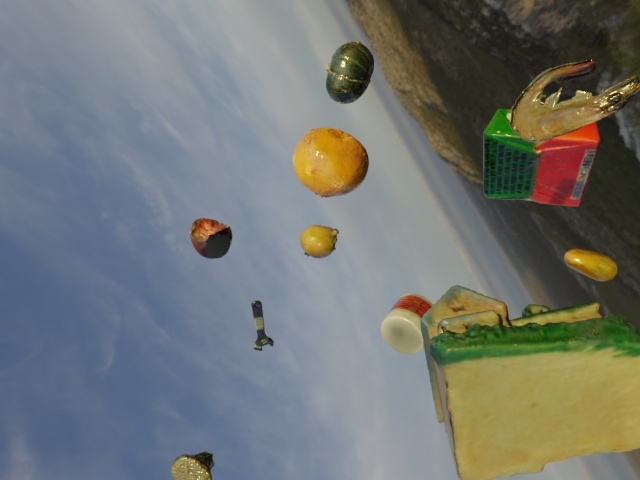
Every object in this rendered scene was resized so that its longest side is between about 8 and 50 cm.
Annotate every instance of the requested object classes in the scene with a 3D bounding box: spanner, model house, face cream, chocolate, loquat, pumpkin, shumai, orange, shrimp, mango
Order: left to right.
[{"bbox_3d":[-0.349,0.639,1.287,0.123,0.099,0.087,29,-166,7],"label":"shumai"},{"bbox_3d":[-0.341,-0.016,1.412,0.124,0.127,0.133,22,-156,-35],"label":"chocolate"},{"bbox_3d":[-0.242,0.352,1.861,0.024,0.087,0.316,-103,10,-49],"label":"spanner"},{"bbox_3d":[0.000,0.000,2.019,0.172,0.204,0.150,28,-132,-47],"label":"loquat"},{"bbox_3d":[0.029,-0.224,1.311,0.219,0.193,0.219,34,-164,-11],"label":"orange"},{"bbox_3d":[0.090,-0.529,1.438,0.146,0.190,0.190,38,-162,-3],"label":"pumpkin"},{"bbox_3d":[0.389,0.359,1.977,0.201,0.201,0.187,58,-136,-9],"label":"face cream"},{"bbox_3d":[0.421,0.249,0.969,0.343,0.381,0.335,-75,-27,-69],"label":"model house"},{"bbox_3d":[0.758,-0.290,1.597,0.162,0.341,0.360,-68,-27,-24],"label":"chocolate"},{"bbox_3d":[0.506,-0.294,0.929,0.058,0.253,0.173,20,-117,-34],"label":"shrimp"},{"bbox_3d":[0.564,0.050,0.952,0.114,0.057,0.079,15,-161,-12],"label":"mango"}]
